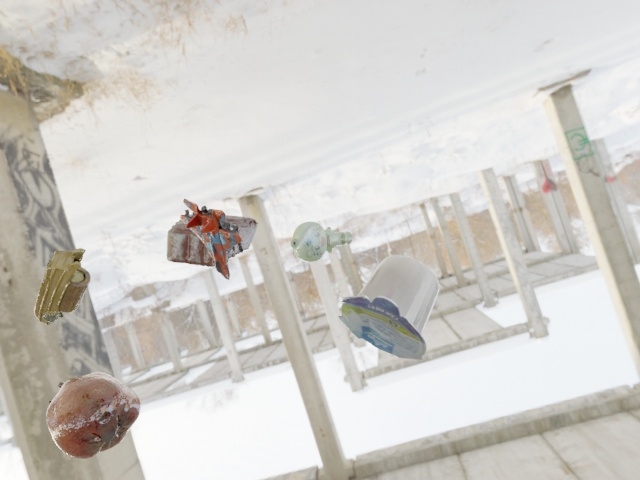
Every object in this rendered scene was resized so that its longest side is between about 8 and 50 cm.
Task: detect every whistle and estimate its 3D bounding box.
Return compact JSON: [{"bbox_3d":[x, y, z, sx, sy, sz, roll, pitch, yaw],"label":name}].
[{"bbox_3d":[0.000,0.000,1.397,0.258,0.126,0.067,-6,-174,-44],"label":"whistle"}]

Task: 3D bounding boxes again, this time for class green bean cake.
[{"bbox_3d":[-0.274,-0.007,1.134,0.198,0.097,0.232,6,-167,-1],"label":"green bean cake"}]

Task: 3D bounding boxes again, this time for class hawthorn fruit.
[{"bbox_3d":[-0.806,0.612,1.589,0.295,0.295,0.311,-16,-167,-35],"label":"hawthorn fruit"}]

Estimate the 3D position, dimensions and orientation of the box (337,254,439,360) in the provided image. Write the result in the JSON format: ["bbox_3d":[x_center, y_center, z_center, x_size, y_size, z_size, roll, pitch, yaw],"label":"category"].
[{"bbox_3d":[0.201,0.152,1.208,0.206,0.262,0.291,-55,155,-31],"label":"box"}]

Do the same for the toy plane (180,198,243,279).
[{"bbox_3d":[-0.180,0.005,0.786,0.130,0.061,0.189,17,149,20],"label":"toy plane"}]

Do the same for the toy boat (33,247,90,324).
[{"bbox_3d":[-0.749,0.141,1.302,0.115,0.089,0.310,22,124,-24],"label":"toy boat"}]
